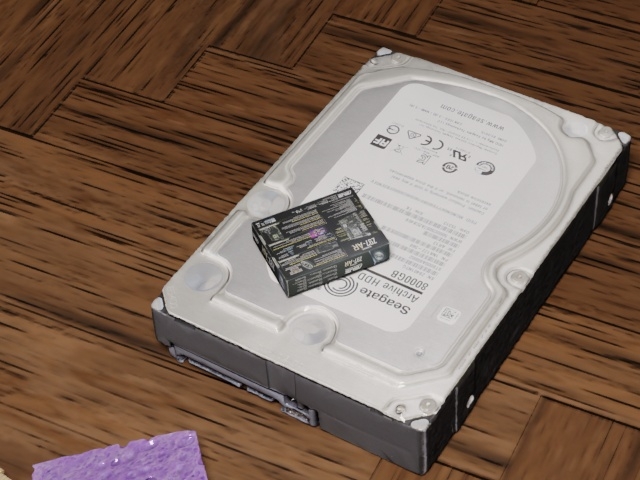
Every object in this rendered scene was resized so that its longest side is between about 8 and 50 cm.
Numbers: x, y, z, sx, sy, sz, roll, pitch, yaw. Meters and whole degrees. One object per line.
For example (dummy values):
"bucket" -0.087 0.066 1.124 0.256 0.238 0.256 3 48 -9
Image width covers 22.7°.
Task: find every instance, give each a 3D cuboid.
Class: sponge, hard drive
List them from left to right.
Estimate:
"sponge" -0.117 0.223 1.041 0.117 0.031 0.210 -13 47 -8
"hard drive" 0.061 -0.002 1.221 0.237 0.064 0.339 23 53 24

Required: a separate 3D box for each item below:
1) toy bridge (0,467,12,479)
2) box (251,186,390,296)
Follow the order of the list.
"toy bridge" -0.279 0.216 1.062 0.063 0.026 0.188 26 53 27
"box" 0.000 0.000 1.166 0.083 0.018 0.067 -21 49 -15
